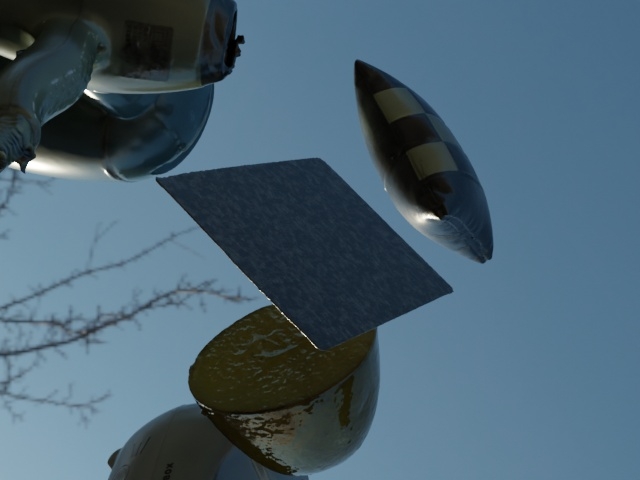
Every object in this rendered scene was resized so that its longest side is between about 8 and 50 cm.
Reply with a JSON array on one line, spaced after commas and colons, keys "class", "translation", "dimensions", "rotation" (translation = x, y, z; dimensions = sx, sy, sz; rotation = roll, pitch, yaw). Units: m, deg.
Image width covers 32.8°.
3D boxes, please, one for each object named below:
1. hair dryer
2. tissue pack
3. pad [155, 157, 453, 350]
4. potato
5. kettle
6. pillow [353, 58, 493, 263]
[{"class": "hair dryer", "translation": [-0.180, -0.109, 0.567], "dimensions": [0.219, 0.225, 0.088], "rotation": [20, -58, 18]}, {"class": "tissue pack", "translation": [-0.160, 0.374, 1.343], "dimensions": [0.236, 0.229, 0.333], "rotation": [-13, -143, 19]}, {"class": "pad", "translation": [0.000, 0.000, 0.768], "dimensions": [0.158, 0.235, 0.003], "rotation": [45, -66, 14]}, {"class": "potato", "translation": [-0.021, 0.169, 1.132], "dimensions": [0.178, 0.203, 0.158], "rotation": [12, -53, 38]}, {"class": "kettle", "translation": [-0.260, -0.181, 0.951], "dimensions": [0.342, 0.319, 0.247], "rotation": [28, -94, 20]}, {"class": "pillow", "translation": [0.122, -0.096, 1.332], "dimensions": [0.106, 0.186, 0.249], "rotation": [-33, -119, 12]}]
